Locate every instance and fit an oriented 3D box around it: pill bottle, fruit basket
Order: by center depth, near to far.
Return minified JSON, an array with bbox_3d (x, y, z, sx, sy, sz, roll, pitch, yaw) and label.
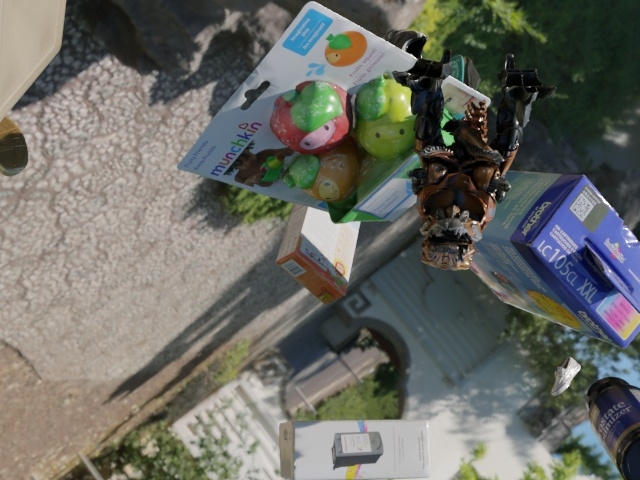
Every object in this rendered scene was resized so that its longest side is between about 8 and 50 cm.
[{"bbox_3d":[0.026,-0.147,1.017,0.353,0.166,0.327,11,139,-42],"label":"fruit basket"},{"bbox_3d":[0.553,0.332,1.251,0.123,0.123,0.219,-41,-170,11],"label":"pill bottle"}]

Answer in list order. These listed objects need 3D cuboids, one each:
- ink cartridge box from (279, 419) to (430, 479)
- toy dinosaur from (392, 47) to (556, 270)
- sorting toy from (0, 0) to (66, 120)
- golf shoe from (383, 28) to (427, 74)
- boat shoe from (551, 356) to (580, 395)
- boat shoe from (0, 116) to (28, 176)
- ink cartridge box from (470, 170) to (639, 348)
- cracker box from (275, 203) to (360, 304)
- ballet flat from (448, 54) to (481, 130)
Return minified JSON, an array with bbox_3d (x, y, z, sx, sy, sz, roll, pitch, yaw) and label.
[{"bbox_3d":[0.070,0.475,1.596,0.306,0.131,0.226,1,163,-10],"label":"ink cartridge box"},{"bbox_3d":[0.162,-0.101,0.838,0.164,0.322,0.219,-4,124,-4],"label":"toy dinosaur"},{"bbox_3d":[-0.266,-0.203,0.611,0.348,0.047,0.196,-81,-163,-48],"label":"sorting toy"},{"bbox_3d":[0.147,-0.305,1.327,0.077,0.198,0.093,11,179,-43],"label":"golf shoe"},{"bbox_3d":[0.488,0.272,1.420,0.100,0.035,0.035,-39,175,-32],"label":"boat shoe"},{"bbox_3d":[-0.493,-0.157,1.058,0.063,0.170,0.059,-17,156,-44],"label":"boat shoe"},{"bbox_3d":[0.391,0.019,1.190,0.151,0.270,0.395,-50,-161,-8],"label":"ink cartridge box"},{"bbox_3d":[0.000,0.000,1.522,0.067,0.155,0.232,-28,-148,35],"label":"cracker box"},{"bbox_3d":[0.274,-0.251,1.379,0.095,0.096,0.281,-19,-140,43],"label":"ballet flat"}]
